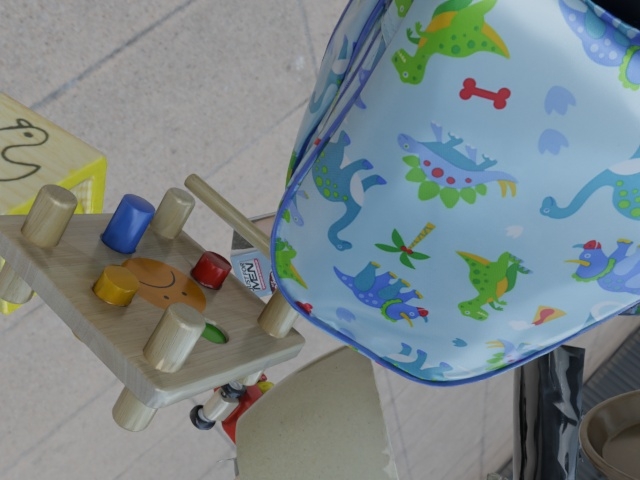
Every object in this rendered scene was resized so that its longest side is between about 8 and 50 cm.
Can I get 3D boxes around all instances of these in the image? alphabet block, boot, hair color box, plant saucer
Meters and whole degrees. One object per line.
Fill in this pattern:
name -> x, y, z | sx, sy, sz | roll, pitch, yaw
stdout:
alphabet block -> -0.435, -0.054, 0.994 | 0.192, 0.197, 0.193 | -47, 163, -46
boot -> 0.405, 0.428, 1.430 | 0.146, 0.446, 0.367 | 3, 168, -12
hair color box -> 0.000, 0.000, 1.574 | 0.374, 0.185, 0.114 | -14, 115, 2
plant saucer -> 0.413, 0.219, 0.746 | 0.277, 0.277, 0.041 | -16, 103, -43

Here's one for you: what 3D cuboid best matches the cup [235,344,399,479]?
cup -> -0.002, 0.344, 1.165 | 0.236, 0.331, 0.331 | -13, 146, 2

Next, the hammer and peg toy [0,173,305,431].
hammer and peg toy -> -0.147, 0.048, 0.789 | 0.127, 0.266, 0.361 | -58, 159, 18

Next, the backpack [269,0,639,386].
backpack -> 0.115, -0.068, 0.460 | 0.355, 0.290, 0.273 | -37, -153, 58

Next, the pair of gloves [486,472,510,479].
pair of gloves -> 0.312, 0.485, 1.068 | 0.042, 0.240, 0.204 | 9, 100, -51

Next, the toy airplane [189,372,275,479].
toy airplane -> -0.071, 0.444, 1.566 | 0.272, 0.386, 0.385 | -8, 99, -60
